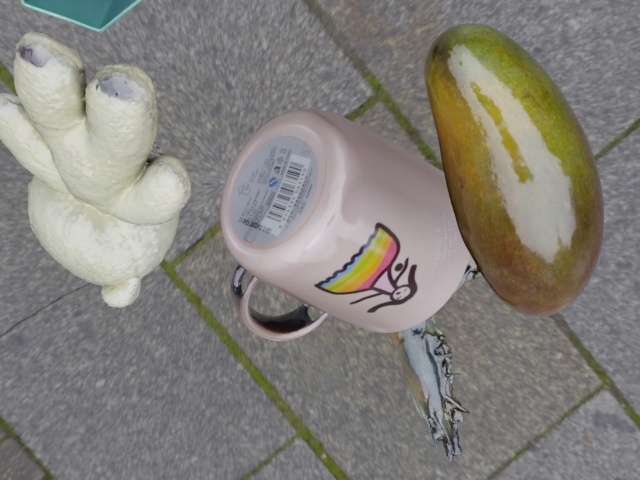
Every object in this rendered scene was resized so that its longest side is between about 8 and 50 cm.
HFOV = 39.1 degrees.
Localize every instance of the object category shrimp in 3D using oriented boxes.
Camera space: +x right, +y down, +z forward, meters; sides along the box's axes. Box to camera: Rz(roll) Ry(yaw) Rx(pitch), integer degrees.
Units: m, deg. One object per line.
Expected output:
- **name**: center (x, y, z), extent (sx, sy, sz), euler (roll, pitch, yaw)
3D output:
- **shrimp**: center (0.178, 0.117, 1.024), extent (0.198, 0.051, 0.262), euler (-14, 88, 20)

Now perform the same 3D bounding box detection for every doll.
- **doll**: center (-0.195, -0.075, 0.826), extent (0.149, 0.278, 0.175), euler (-30, 67, -26)

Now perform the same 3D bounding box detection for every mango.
- **mango**: center (0.148, -0.042, 0.668), extent (0.111, 0.133, 0.268), euler (-13, 127, 18)

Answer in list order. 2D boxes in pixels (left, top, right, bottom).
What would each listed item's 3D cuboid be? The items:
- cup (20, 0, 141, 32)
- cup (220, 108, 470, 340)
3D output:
- **cup**: center (-0.220, -0.331, 0.905), extent (0.148, 0.236, 0.134), euler (-27, 126, 26)
- **cup**: center (0.000, 0.000, 0.921), extent (0.253, 0.192, 0.200), euler (-46, 138, 18)
